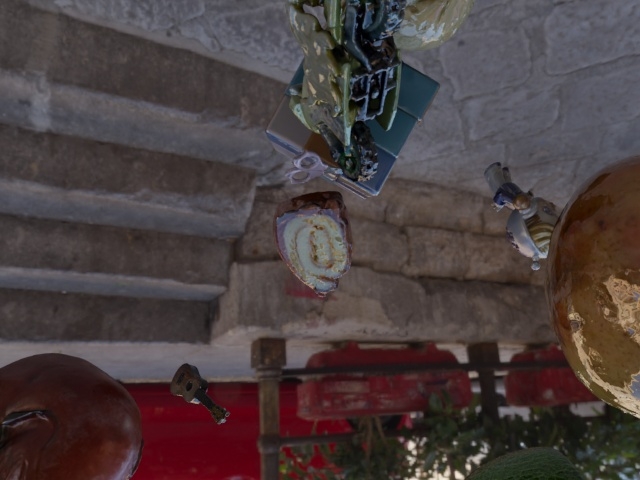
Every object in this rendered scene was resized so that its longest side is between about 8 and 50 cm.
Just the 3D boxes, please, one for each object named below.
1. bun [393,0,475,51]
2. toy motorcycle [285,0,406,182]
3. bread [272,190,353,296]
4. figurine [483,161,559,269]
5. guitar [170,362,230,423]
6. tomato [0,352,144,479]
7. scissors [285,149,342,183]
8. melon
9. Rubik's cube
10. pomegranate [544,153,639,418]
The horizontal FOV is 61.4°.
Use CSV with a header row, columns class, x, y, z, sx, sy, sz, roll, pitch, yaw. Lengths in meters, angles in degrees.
class,x,y,z,sx,sy,sz,roll,pitch,yaw
bun,0.247,-0.631,1.308,0.362,0.326,0.234,-31,-151,-24
toy motorcycle,0.044,-0.306,0.961,0.169,0.237,0.410,-26,144,-27
bread,-0.012,0.002,1.247,0.190,0.123,0.244,-5,118,15
figurine,0.481,-0.073,1.297,0.133,0.274,0.194,-43,160,23
guitar,-0.288,0.380,1.318,0.038,0.084,0.271,32,170,-38
tomato,-0.300,0.205,0.526,0.228,0.228,0.101,-7,143,13
scissors,0.019,-0.153,1.166,0.189,0.015,0.100,-1,146,-27
melon,0.398,0.608,1.165,0.344,0.226,0.331,-17,-168,0
Rubik's cube,0.079,-0.343,1.530,0.346,0.344,0.347,29,-178,-1
pomegranate,0.393,0.054,0.593,0.322,0.322,0.322,-3,161,-1
